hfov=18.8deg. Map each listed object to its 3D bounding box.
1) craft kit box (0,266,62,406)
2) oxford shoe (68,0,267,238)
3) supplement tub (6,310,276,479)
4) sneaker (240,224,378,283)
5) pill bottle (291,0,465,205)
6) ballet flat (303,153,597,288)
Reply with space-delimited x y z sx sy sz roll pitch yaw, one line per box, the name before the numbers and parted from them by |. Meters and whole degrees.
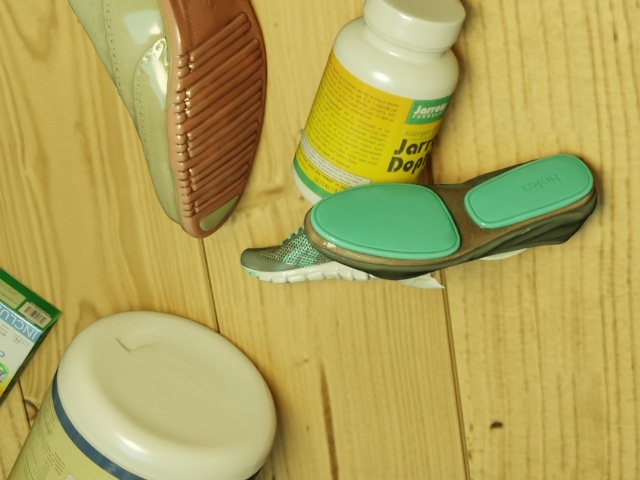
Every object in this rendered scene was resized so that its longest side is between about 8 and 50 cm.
craft kit box | -0.437 0.095 2.079 0.250 0.061 0.246 37 121 0
oxford shoe | -0.148 -0.192 1.779 0.147 0.140 0.397 11 119 30
supplement tub | -0.200 0.253 1.963 0.228 0.228 0.316 31 123 4
sneaker | 0.000 0.000 1.862 0.167 0.065 0.076 -4 98 20
pill bottle | 0.056 -0.128 1.729 0.118 0.117 0.208 25 122 8
ballet flat | 0.116 -0.004 1.718 0.280 0.095 0.096 -9 144 -17
